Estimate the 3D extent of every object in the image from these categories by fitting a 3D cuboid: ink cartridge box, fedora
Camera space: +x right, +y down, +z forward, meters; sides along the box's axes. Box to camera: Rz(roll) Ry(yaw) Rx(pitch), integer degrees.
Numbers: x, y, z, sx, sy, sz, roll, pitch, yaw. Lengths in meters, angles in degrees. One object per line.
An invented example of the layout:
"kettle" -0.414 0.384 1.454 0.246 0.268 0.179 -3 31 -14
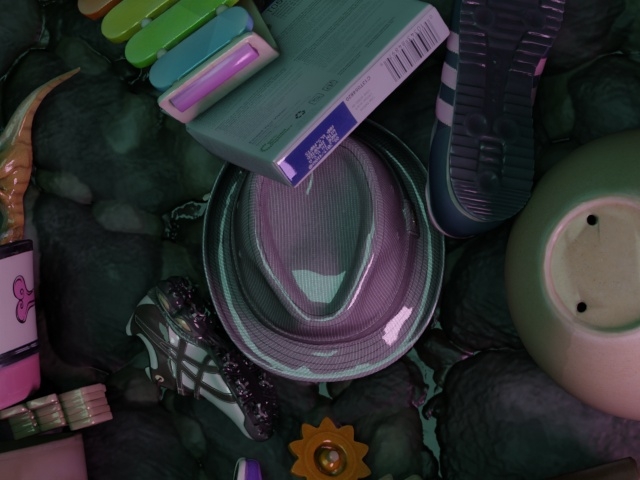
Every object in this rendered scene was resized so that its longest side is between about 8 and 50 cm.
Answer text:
"ink cartridge box" -0.018 -0.161 1.892 0.223 0.045 0.224 -45 35 -13
"fedora" 0.000 0.000 1.908 0.243 0.124 0.275 2 85 4

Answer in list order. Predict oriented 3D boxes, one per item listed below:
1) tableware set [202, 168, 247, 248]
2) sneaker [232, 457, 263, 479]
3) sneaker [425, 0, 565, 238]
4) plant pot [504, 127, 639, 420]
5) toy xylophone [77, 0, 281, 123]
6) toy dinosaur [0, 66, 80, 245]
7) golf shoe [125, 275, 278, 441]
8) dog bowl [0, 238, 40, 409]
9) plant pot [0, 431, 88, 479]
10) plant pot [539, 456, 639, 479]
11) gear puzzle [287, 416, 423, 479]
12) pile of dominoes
"tableware set" -0.051 -0.001 1.985 0.104 0.024 0.154 -25 83 10
"sneaker" -0.042 0.294 1.965 0.071 0.068 0.170 -22 92 -4
"sneaker" 0.156 -0.153 1.905 0.112 0.131 0.319 18 69 -11
"plant pot" 0.290 0.027 1.802 0.284 0.191 0.284 -2 86 21
"toy xylophone" -0.119 -0.261 1.927 0.236 0.081 0.323 -42 49 4
"toy dinosaur" -0.325 -0.093 2.039 0.112 0.064 0.212 12 101 -5
"golf shoe" -0.120 0.133 1.978 0.094 0.077 0.198 -41 74 19
"dog bowl" -0.451 0.131 1.884 0.408 0.408 0.150 -18 91 12
"plant pot" -0.365 0.350 1.894 0.323 0.323 0.280 -11 87 12
"plant pot" 0.241 0.290 1.851 0.165 0.167 0.167 -20 84 3
"gear puzzle" 0.063 0.328 1.905 0.175 0.044 0.339 -27 80 -31
"pile of dominoes" -0.337 0.199 1.955 0.251 0.196 0.040 -19 86 12
